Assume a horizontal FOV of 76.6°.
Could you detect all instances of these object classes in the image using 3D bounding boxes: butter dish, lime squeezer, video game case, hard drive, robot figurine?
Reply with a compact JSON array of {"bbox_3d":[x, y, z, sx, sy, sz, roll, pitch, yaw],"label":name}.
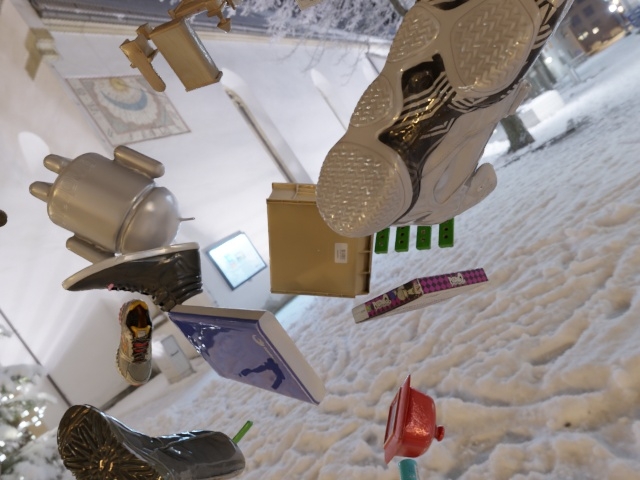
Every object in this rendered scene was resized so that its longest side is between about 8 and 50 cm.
[{"bbox_3d":[0.211,0.404,0.885,0.159,0.118,0.160,96,-168,-46],"label":"butter dish"},{"bbox_3d":[-0.255,0.503,0.949,0.310,0.059,0.110,-35,13,40],"label":"lime squeezer"},{"bbox_3d":[0.220,0.123,0.899,0.232,0.041,0.210,-4,-22,-37],"label":"video game case"},{"bbox_3d":[-0.158,0.217,0.804,0.319,0.210,0.040,-6,33,44],"label":"hard drive"},{"bbox_3d":[-0.499,-0.079,0.991,0.299,0.354,0.200,-63,7,4],"label":"robot figurine"}]

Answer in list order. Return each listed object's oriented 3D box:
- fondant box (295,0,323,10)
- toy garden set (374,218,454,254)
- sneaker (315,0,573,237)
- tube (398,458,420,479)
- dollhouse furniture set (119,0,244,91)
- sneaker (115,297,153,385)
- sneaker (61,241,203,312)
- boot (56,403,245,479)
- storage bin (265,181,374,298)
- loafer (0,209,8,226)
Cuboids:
[{"bbox_3d":[-0.076,-0.647,0.739,0.096,0.238,0.330,-13,-20,20],"label":"fondant box"},{"bbox_3d":[0.302,-0.052,1.284,0.245,0.049,0.203,-7,57,30],"label":"toy garden set"},{"bbox_3d":[0.161,-0.150,0.484,0.210,0.137,0.365,0,-45,-49],"label":"sneaker"},{"bbox_3d":[0.242,0.672,1.038,0.052,0.080,0.207,-50,18,24],"label":"tube"},{"bbox_3d":[-0.348,-0.615,1.184,0.304,0.173,0.355,-6,50,23],"label":"dollhouse furniture set"},{"bbox_3d":[-0.478,0.259,1.044,0.088,0.225,0.093,-2,-15,-38],"label":"sneaker"},{"bbox_3d":[-0.397,0.104,0.908,0.296,0.146,0.105,-15,-5,-33],"label":"sneaker"},{"bbox_3d":[-0.214,0.278,0.549,0.076,0.190,0.208,-59,-18,-3],"label":"boot"},{"bbox_3d":[0.000,0.000,1.022,0.261,0.262,0.123,3,24,4],"label":"storage bin"},{"bbox_3d":[-0.789,-0.059,0.910,0.050,0.148,0.056,21,95,65],"label":"loafer"}]
